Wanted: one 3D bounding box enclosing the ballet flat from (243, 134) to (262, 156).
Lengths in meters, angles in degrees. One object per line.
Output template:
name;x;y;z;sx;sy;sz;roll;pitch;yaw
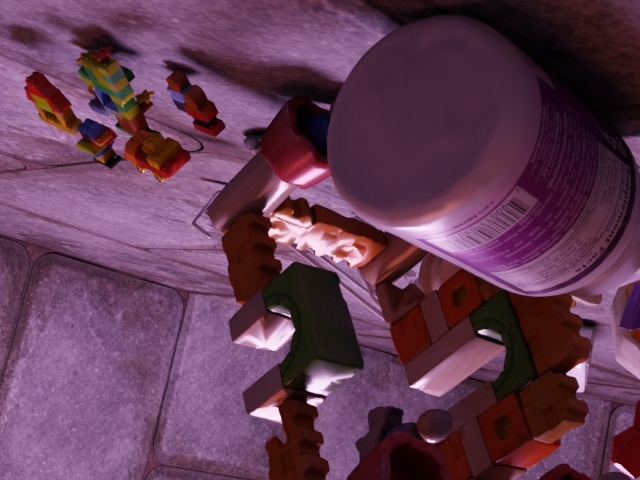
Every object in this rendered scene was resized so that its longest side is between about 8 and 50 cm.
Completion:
ballet flat;-0.049;-0.100;1.172;0.114;0.041;0.041;3;166;44

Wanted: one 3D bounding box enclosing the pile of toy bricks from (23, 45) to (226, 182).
pile of toy bricks;-0.198;-0.143;1.006;0.212;0.118;0.105;24;151;39

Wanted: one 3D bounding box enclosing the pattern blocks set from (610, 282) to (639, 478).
pattern blocks set;0.419;0.089;0.978;0.324;0.285;0.026;1;-173;-20

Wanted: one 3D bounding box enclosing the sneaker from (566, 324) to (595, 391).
sneaker;0.470;0.239;2.136;0.150;0.135;0.366;8;168;7

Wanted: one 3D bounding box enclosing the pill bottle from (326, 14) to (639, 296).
pill bottle;0.157;-0.049;0.847;0.169;0.169;0.301;3;166;40

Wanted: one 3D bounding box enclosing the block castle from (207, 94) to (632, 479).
block castle;0.090;0.093;0.978;0.303;0.453;0.213;20;131;-38

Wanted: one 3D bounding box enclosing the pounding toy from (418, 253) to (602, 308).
pounding toy;0.216;0.028;1.230;0.269;0.154;0.155;14;170;-13

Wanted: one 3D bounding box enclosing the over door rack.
over door rack;0.000;0.000;1.390;0.324;0.108;0.239;26;-177;-3

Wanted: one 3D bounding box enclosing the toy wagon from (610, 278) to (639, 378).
toy wagon;0.536;0.134;1.277;0.344;0.068;0.267;10;-147;5
